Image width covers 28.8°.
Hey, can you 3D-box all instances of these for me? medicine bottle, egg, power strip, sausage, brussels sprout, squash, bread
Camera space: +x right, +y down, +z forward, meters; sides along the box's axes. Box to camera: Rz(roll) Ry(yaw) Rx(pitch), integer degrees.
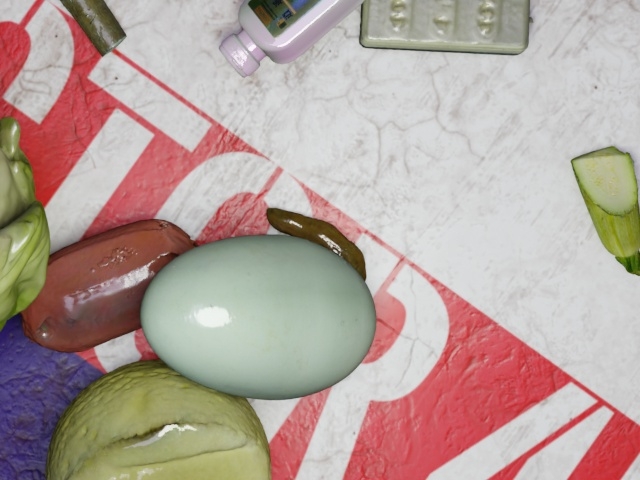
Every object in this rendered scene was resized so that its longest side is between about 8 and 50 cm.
[{"bbox_3d":[-0.047,-0.327,1.806,0.219,0.078,0.115,-39,63,6],"label":"medicine bottle"},{"bbox_3d":[-0.081,0.103,1.711,0.370,0.230,0.230,8,91,-42],"label":"egg"},{"bbox_3d":[0.187,-0.331,1.831,0.256,0.070,0.105,2,91,-3],"label":"power strip"},{"bbox_3d":[-0.301,0.065,1.784,0.279,0.152,0.152,-22,92,0],"label":"sausage"},{"bbox_3d":[-0.545,0.018,1.666,0.342,0.425,0.361,-5,131,-19],"label":"brussels sprout"},{"bbox_3d":[0.439,-0.038,1.842,0.090,0.075,0.200,-22,93,-27],"label":"squash"},{"bbox_3d":[-0.229,0.323,1.755,0.320,0.237,0.321,-1,106,-4],"label":"bread"}]

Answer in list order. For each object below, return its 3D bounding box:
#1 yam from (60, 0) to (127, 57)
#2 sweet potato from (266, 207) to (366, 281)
[{"bbox_3d":[-0.336,-0.334,1.822,0.054,0.054,0.132,-35,92,-1],"label":"yam"},{"bbox_3d":[0.000,-0.002,1.840,0.182,0.054,0.053,35,81,0],"label":"sweet potato"}]
